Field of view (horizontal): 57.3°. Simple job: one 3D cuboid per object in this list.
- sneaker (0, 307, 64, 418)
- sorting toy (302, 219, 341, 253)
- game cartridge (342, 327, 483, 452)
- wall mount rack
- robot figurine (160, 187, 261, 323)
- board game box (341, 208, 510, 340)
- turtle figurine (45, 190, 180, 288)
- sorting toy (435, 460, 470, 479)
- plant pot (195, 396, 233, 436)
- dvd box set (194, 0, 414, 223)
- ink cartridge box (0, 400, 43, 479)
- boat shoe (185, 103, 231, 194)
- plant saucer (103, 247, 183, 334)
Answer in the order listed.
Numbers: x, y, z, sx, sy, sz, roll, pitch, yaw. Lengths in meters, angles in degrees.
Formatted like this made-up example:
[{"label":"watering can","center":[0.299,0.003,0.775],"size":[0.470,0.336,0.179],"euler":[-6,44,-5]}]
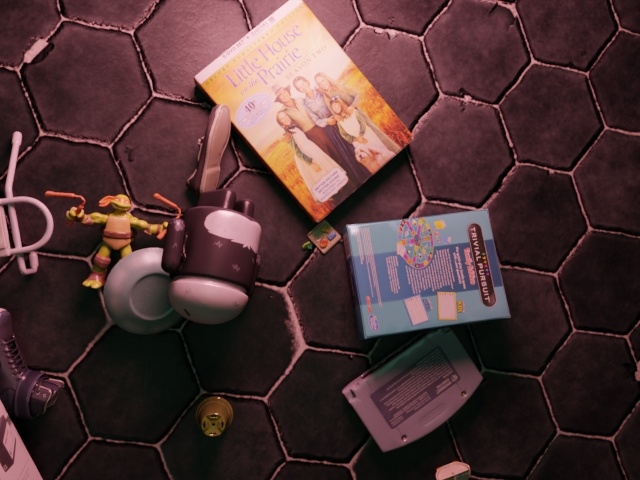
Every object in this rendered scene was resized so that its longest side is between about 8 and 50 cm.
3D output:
[{"label":"sneaker","center":[-0.611,0.257,1.210],"size":[0.163,0.086,0.227],"euler":[7,96,1]},{"label":"sorting toy","center":[0.000,0.000,1.351],"size":[0.083,0.012,0.062],"euler":[-43,95,-7]},{"label":"game cartridge","center":[0.220,0.344,1.359],"size":[0.294,0.060,0.196],"euler":[-33,90,-8]},{"label":"wall mount rack","center":[-0.719,-0.066,1.192],"size":[0.349,0.130,0.305],"euler":[-8,94,-9]},{"label":"robot figurine","center":[-0.221,0.035,1.225],"size":[0.208,0.173,0.279],"euler":[12,73,-12]},{"label":"board game box","center":[0.234,0.076,1.329],"size":[0.335,0.079,0.254],"euler":[-6,78,-9]},{"label":"turtle figurine","center":[-0.446,-0.008,1.245],"size":[0.269,0.087,0.218],"euler":[7,98,-24]},{"label":"sorting toy","center":[0.311,0.567,1.375],"size":[0.083,0.045,0.075],"euler":[-17,99,-9]},{"label":"plant pot","center":[-0.233,0.391,1.275],"size":[0.083,0.079,0.084],"euler":[0,89,-8]},{"label":"dvd box set","center":[-0.032,-0.293,1.327],"size":[0.307,0.062,0.420],"euler":[-40,95,-8]},{"label":"ink cartridge box","center":[-0.716,0.428,1.129],"size":[0.223,0.129,0.308],"euler":[-17,109,-3]},{"label":"boat shoe","center":[-0.248,-0.198,1.269],"size":[0.064,0.075,0.206],"euler":[20,107,18]},{"label":"plant saucer","center":[-0.356,0.114,1.244],"size":[0.194,0.037,0.195],"euler":[-7,106,-27]}]
